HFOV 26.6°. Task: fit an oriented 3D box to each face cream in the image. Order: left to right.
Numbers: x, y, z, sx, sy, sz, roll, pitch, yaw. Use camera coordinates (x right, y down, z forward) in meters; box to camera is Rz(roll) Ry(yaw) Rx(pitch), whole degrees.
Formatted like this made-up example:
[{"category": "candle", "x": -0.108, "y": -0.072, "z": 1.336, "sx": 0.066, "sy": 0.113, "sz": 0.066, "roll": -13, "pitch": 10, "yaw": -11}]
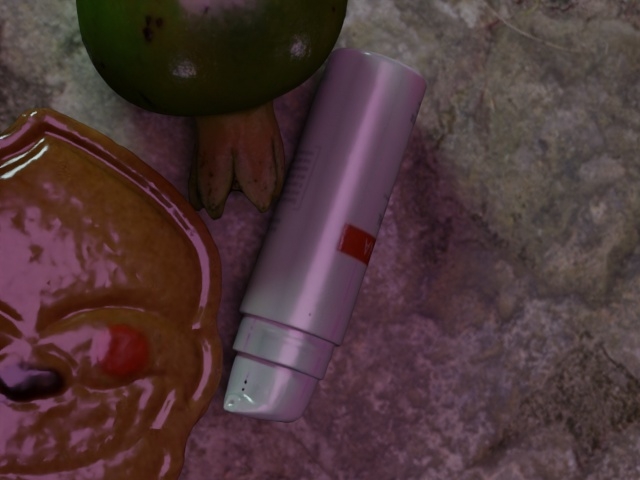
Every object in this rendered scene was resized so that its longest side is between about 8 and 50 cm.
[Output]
[{"category": "face cream", "x": 0.000, "y": 0.000, "z": 1.235, "sx": 0.102, "sy": 0.102, "sz": 0.345, "roll": 20, "pitch": 84, "yaw": -18}]

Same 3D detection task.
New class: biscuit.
[{"category": "biscuit", "x": -0.256, "y": 0.114, "z": 1.153, "sx": 0.350, "sy": 0.078, "sz": 0.455, "roll": 10, "pitch": 86, "yaw": -25}]

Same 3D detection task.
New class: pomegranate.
[{"category": "pomegranate", "x": -0.086, "y": -0.165, "z": 1.155, "sx": 0.236, "sy": 0.236, "sz": 0.301, "roll": -15, "pitch": 107, "yaw": -19}]
